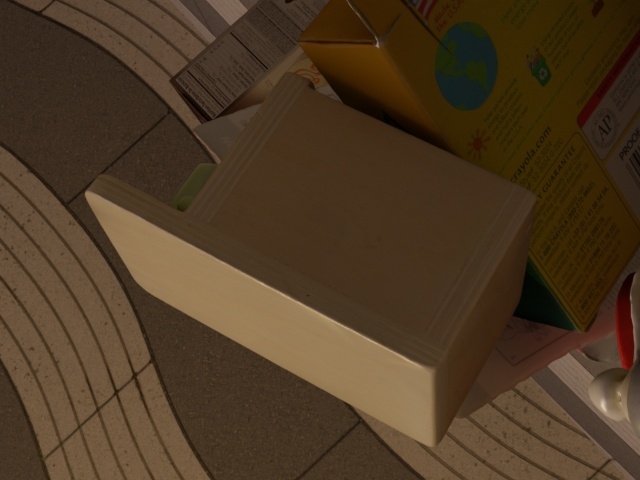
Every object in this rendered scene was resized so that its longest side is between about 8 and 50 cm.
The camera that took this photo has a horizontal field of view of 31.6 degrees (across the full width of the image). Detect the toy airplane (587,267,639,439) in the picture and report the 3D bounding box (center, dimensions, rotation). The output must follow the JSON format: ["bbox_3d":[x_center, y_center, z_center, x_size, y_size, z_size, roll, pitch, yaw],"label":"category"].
[{"bbox_3d":[0.319,0.142,0.601,0.386,0.272,0.384,38,180,12],"label":"toy airplane"}]

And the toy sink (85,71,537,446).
[{"bbox_3d":[0.000,0.000,0.700,0.234,0.131,0.153,26,159,18],"label":"toy sink"}]

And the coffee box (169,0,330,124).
[{"bbox_3d":[-0.054,-0.227,1.450,0.098,0.246,0.141,46,177,25],"label":"coffee box"}]

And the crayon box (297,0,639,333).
[{"bbox_3d":[0.122,-0.118,0.720,0.081,0.202,0.318,13,149,51],"label":"crayon box"}]

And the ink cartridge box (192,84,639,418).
[{"bbox_3d":[0.121,-0.012,0.932,0.308,0.385,0.091,47,136,23],"label":"ink cartridge box"}]
